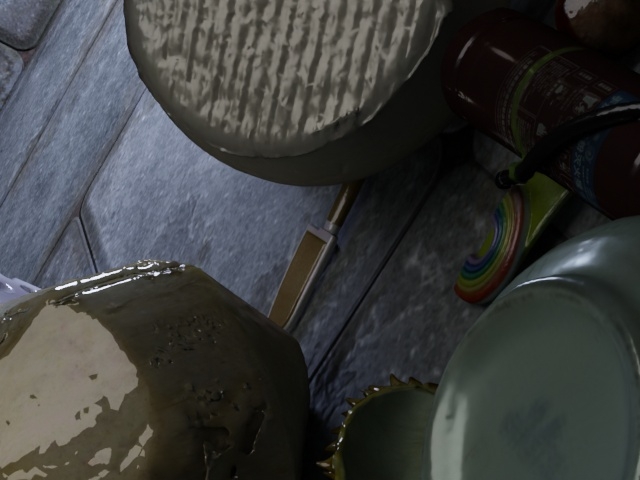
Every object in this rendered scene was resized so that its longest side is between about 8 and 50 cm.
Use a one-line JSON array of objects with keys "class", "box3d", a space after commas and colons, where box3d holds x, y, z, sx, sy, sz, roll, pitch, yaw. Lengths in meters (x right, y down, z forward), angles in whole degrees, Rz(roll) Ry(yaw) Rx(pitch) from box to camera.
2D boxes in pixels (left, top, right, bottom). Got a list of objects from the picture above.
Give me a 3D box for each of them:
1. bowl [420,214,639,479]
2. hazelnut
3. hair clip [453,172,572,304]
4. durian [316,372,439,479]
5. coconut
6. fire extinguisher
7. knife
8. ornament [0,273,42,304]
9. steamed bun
[{"class": "bowl", "box3d": [0.165, 0.119, 0.650, 0.307, 0.163, 0.307, -36, 46, 49]}, {"class": "hazelnut", "box3d": [0.222, -0.181, 0.983, 0.086, 0.086, 0.086, -43, 32, 36]}, {"class": "hair clip", "box3d": [0.165, -0.018, 0.978, 0.188, 0.033, 0.060, -53, 30, 21]}, {"class": "durian", "box3d": [0.082, 0.205, 0.884, 0.139, 0.144, 0.252, -16, 32, 7]}, {"class": "coconut", "box3d": [-0.161, 0.178, 1.119, 0.352, 0.353, 0.352, -43, 32, 36]}, {"class": "fire extinguisher", "box3d": [0.196, -0.057, 0.868, 0.341, 0.105, 0.141, -131, 42, -56]}, {"class": "knife", "box3d": [0.001, 0.000, 1.277, 0.046, 0.022, 0.256, 33, 100, 44]}, {"class": "ornament", "box3d": [-0.439, 0.190, 1.674, 0.239, 0.240, 0.240, -60, 26, 5]}, {"class": "steamed bun", "box3d": [0.008, -0.233, 1.183, 0.374, 0.241, 0.374, -2, 86, 25]}]
